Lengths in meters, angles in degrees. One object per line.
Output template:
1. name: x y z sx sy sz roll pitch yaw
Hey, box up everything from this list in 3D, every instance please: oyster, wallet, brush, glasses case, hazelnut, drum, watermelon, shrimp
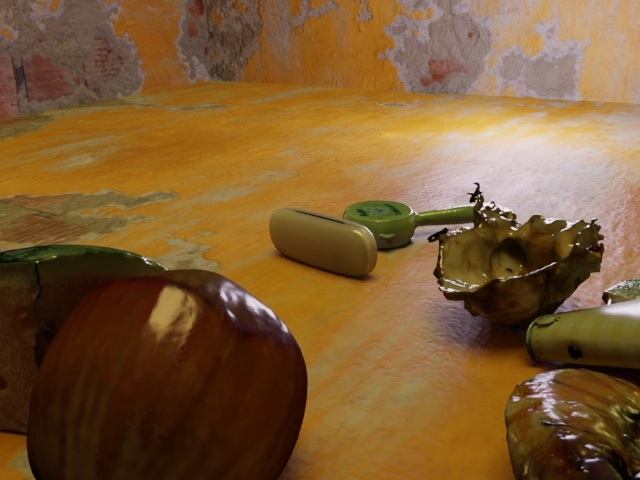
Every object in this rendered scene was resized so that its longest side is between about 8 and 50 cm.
1. oyster: 0.234 0.012 0.862 0.198 0.133 0.337 -1 18 8
2. wallet: 0.381 0.078 0.630 0.223 0.077 0.310 -12 1 -28
3. brush: 0.353 0.084 0.820 0.196 0.021 0.070 -19 27 -34
4. glasses case: 0.000 0.000 0.991 0.194 0.074 0.049 15 29 39
5. hazelnut: -0.117 0.116 0.526 0.210 0.186 0.210 15 13 -4
6. drum: 0.152 -0.039 1.123 0.253 0.049 0.130 -12 23 -27
7. watermelon: -0.254 0.091 0.677 0.256 0.176 0.260 -36 -4 40
8. shrimp: 0.242 0.191 0.432 0.233 0.071 0.365 15 20 -4

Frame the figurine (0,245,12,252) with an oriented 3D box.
1. figurine: -0.460 0.039 0.929 0.101 0.068 0.143 -34 33 -28
